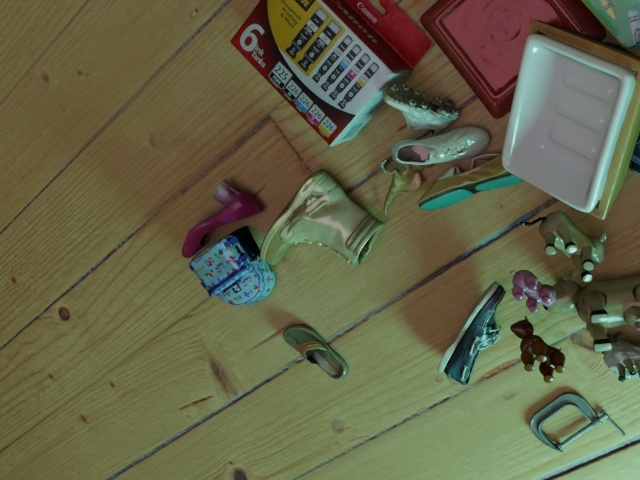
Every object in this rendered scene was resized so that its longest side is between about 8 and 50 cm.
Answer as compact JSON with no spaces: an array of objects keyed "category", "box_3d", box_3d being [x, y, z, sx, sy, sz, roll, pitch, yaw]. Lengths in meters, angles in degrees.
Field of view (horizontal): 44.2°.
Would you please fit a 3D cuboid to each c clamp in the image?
[{"category":"c clamp","box_3d":[0.524,0.390,1.641,0.161,0.022,0.137,-40,86,29]}]

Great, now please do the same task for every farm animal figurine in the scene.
[{"category":"farm animal figurine","box_3d":[0.507,0.101,1.484,0.327,0.172,0.330,8,123,4]}]

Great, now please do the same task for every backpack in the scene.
[{"category":"backpack","box_3d":[-0.200,0.078,1.841,0.158,0.117,0.173,-29,95,23]}]

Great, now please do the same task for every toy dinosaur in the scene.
[{"category":"toy dinosaur","box_3d":[0.164,-0.131,1.644,0.092,0.053,0.183,47,119,5]}]

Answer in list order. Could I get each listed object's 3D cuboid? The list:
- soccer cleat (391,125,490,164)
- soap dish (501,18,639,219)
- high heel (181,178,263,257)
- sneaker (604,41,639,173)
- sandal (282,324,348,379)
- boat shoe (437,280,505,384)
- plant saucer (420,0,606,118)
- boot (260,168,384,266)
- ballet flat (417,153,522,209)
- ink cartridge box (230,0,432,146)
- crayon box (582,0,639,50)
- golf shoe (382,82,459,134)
[{"category":"soccer cleat","box_3d":[0.238,-0.181,1.560,0.196,0.076,0.068,-8,107,9]},{"category":"soap dish","box_3d":[0.444,-0.214,1.363,0.229,0.118,0.290,38,140,38]},{"category":"high heel","box_3d":[-0.235,-0.025,1.862,0.117,0.082,0.244,37,113,1]},{"category":"sneaker","box_3d":[0.575,-0.195,1.388,0.140,0.125,0.340,-39,85,33]},{"category":"sandal","box_3d":[-0.015,0.264,1.847,0.180,0.049,0.072,40,118,10]},{"category":"boat shoe","box_3d":[0.328,0.197,1.638,0.079,0.095,0.254,33,118,16]},{"category":"plant saucer","box_3d":[0.350,-0.401,1.479,0.258,0.048,0.259,-38,87,29]},{"category":"boot","box_3d":[0.000,0.000,1.741,0.203,0.095,0.262,41,114,8]},{"category":"ballet flat","box_3d":[0.300,-0.124,1.582,0.232,0.080,0.073,-17,69,26]},{"category":"ink cartridge box","box_3d":[0.021,-0.399,1.590,0.309,0.130,0.272,46,118,7]},{"category":"crayon box","box_3d":[0.470,-0.452,1.338,0.081,0.165,0.278,-43,84,29]},{"category":"golf shoe","box_3d":[0.185,-0.248,1.547,0.086,0.176,0.069,-51,37,39]}]
